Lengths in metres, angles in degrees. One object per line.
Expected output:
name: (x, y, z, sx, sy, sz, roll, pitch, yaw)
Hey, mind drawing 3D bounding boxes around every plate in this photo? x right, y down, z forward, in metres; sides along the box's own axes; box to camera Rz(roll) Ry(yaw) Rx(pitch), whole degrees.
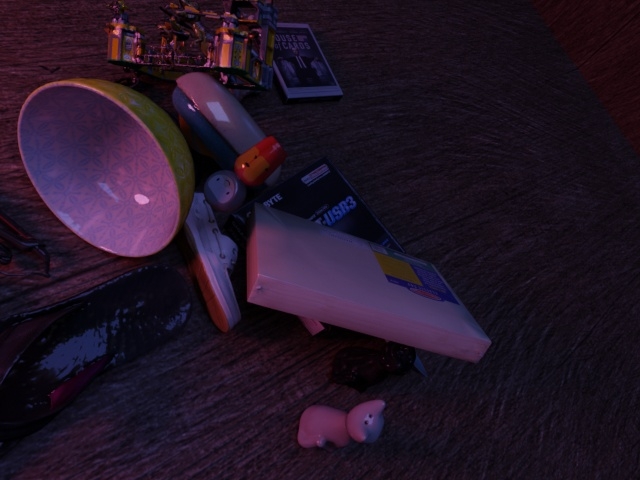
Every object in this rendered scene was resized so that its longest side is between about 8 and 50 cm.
plate: (0.150, 0.197, 0.938, 0.024, 0.188, 0.188, -35, 85, 6)

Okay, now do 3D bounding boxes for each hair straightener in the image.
hair straightener: (-0.524, -0.012, 0.727, 0.230, 0.047, 0.089, 43, 53, -9)

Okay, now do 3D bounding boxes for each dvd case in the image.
dvd case: (-0.061, -0.462, 1.212, 0.179, 0.029, 0.239, -16, 75, -34)

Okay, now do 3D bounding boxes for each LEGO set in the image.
LEGO set: (-0.230, -0.410, 0.895, 0.255, 0.331, 0.192, -12, 110, -67)

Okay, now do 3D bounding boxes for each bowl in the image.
bowl: (-0.316, -0.133, 0.771, 0.289, 0.289, 0.156, 39, 37, -7)

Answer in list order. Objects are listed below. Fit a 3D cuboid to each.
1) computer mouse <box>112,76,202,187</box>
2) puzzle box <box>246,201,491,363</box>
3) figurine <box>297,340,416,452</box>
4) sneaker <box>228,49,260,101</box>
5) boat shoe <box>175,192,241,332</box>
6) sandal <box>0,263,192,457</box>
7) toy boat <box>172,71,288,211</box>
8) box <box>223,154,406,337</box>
computer mouse: (-0.336, -0.208, 0.905, 0.272, 0.072, 0.188, 45, 52, -2)
puzzle box: (0.069, 0.068, 0.823, 0.408, 0.052, 0.272, 19, 21, -17)
figurine: (0.070, 0.265, 0.809, 0.092, 0.209, 0.215, 40, 54, -6)
sneaker: (-0.171, -0.362, 1.078, 0.094, 0.080, 0.212, 32, 54, -30)
boat shoe: (-0.191, 0.027, 0.852, 0.096, 0.098, 0.277, -16, 73, -33)
sandal: (-0.371, 0.161, 0.653, 0.445, 0.107, 0.168, -36, 107, -37)
toy boat: (-0.169, -0.165, 0.850, 0.148, 0.318, 0.267, -40, 126, 1)
box: (0.000, 0.000, 0.991, 0.295, 0.073, 0.293, -37, 88, -37)
